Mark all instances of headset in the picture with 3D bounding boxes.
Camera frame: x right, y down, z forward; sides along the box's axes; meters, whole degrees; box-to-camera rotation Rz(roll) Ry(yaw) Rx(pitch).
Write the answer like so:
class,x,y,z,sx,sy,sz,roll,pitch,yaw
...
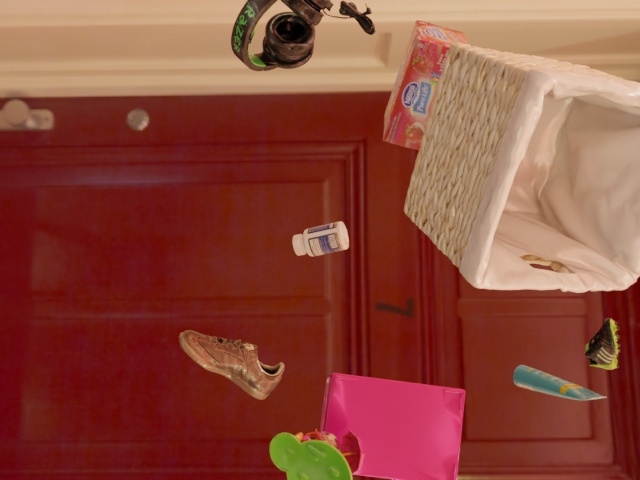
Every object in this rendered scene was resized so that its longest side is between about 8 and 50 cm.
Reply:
class,x,y,z,sx,sy,sz,roll,pitch,yaw
headset,-0.036,-0.520,1.633,0.394,0.185,0.243,-32,161,-42

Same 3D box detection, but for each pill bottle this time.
class,x,y,z,sx,sy,sz,roll,pitch,yaw
pill bottle,0.000,0.000,1.557,0.067,0.120,0.067,-12,90,-74

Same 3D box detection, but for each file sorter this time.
class,x,y,z,sx,sy,sz,roll,pitch,yaw
file sorter,0.147,0.411,1.517,0.182,0.290,0.202,126,-28,-81

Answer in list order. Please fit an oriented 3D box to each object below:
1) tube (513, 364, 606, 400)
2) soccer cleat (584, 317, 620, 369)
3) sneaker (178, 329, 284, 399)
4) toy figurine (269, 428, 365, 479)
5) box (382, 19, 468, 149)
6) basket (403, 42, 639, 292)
class,x,y,z,sx,sy,sz,roll,pitch,yaw
tube,0.532,0.331,1.531,0.207,0.080,0.052,9,-80,57
soccer cleat,0.624,0.234,1.502,0.179,0.072,0.060,66,30,-45
sneaker,-0.142,0.186,1.107,0.071,0.188,0.066,-49,-154,6
toy figurine,0.012,0.403,1.273,0.159,0.173,0.130,-6,123,-64
box,0.234,-0.346,1.537,0.128,0.122,0.257,-81,-174,-53
basket,0.352,-0.117,1.084,0.266,0.328,0.331,-129,-134,-57
